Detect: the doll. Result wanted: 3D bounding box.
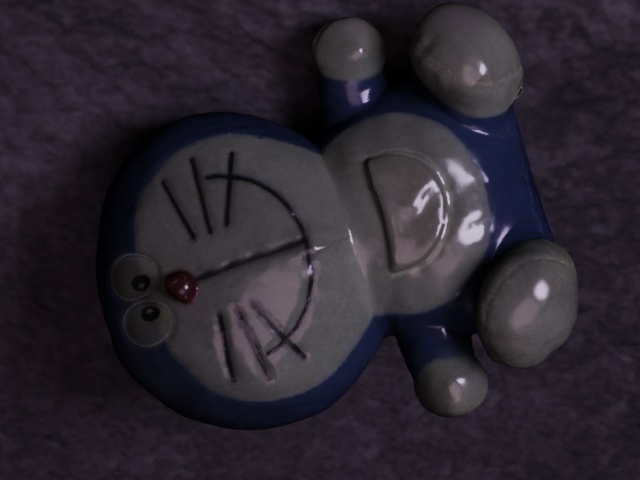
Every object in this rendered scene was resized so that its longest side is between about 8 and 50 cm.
[{"bbox_3d":[0.000,0.000,0.905,0.258,0.154,0.228,-17,90,-2],"label":"doll"}]
